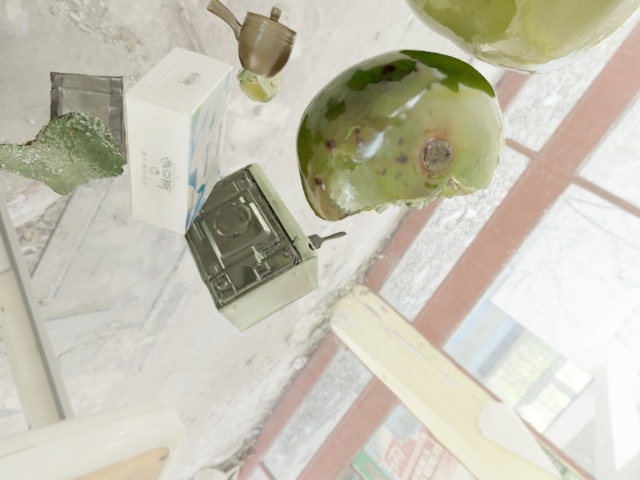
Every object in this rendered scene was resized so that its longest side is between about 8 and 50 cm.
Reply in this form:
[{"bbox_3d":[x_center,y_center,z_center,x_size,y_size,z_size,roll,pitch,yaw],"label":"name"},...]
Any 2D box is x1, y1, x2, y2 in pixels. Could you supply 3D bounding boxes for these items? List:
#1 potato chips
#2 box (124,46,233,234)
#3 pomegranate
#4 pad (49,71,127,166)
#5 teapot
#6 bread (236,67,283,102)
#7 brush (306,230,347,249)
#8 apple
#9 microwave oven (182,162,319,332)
[{"bbox_3d":[-0.466,-0.150,0.765,0.228,0.059,0.167,-34,157,-33],"label":"potato chips"},{"bbox_3d":[-0.262,-0.182,0.817,0.203,0.116,0.274,-77,-174,-47],"label":"box"},{"bbox_3d":[0.101,-0.177,0.677,0.309,0.358,0.216,-18,115,-5],"label":"pomegranate"},{"bbox_3d":[-0.574,-0.299,1.076,0.174,0.022,0.233,-1,89,-14],"label":"pad"},{"bbox_3d":[-0.088,-0.256,0.538,0.110,0.085,0.080,16,110,-17],"label":"teapot"},{"bbox_3d":[-0.151,-0.443,1.193,0.156,0.103,0.110,-59,139,-34],"label":"bread"},{"bbox_3d":[0.000,0.000,1.488,0.193,0.016,0.063,-18,125,-6],"label":"brush"},{"bbox_3d":[0.363,-0.529,0.719,0.473,0.473,0.474,-35,149,-25],"label":"apple"},{"bbox_3d":[-0.220,0.010,1.309,0.333,0.394,0.247,-29,153,-9],"label":"microwave oven"}]
